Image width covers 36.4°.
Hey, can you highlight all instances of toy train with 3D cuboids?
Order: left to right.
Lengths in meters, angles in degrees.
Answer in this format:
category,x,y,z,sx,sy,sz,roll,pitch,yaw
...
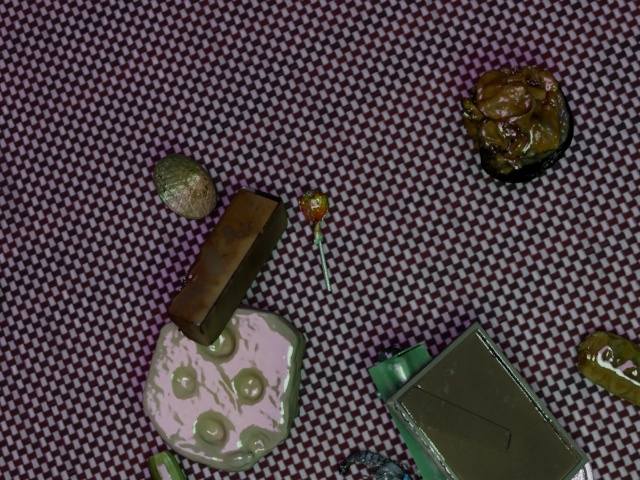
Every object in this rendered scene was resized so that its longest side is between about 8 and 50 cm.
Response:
category,x,y,z,sx,sy,sz,roll,pitch,yaw
toy train,0.190,0.324,1.746,0.120,0.202,0.301,-27,81,-1

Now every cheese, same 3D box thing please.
category,x,y,z,sx,sy,sz,roll,pitch,yaw
cheese,-0.171,0.267,1.841,0.326,0.115,0.318,-31,81,4

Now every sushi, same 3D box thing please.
category,x,y,z,sx,sy,sz,roll,pitch,yaw
sushi,0.352,-0.217,1.779,0.213,0.204,0.200,-39,76,-3

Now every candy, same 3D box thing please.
category,x,y,z,sx,sy,sz,roll,pitch,yaw
candy,0.000,0.000,1.886,0.060,0.060,0.201,-9,91,6

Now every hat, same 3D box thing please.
category,x,y,z,sx,sy,sz,roll,pitch,yaw
hat,-0.251,-0.120,1.922,0.146,0.067,0.146,15,127,21

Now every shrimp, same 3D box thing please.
category,x,y,z,sx,sy,sz,roll,pitch,yaw
shrimp,0.119,0.431,1.806,0.174,0.082,0.076,18,91,16

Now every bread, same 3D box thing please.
category,x,y,z,sx,sy,sz,roll,pitch,yaw
bread,0.591,0.250,1.759,0.269,0.098,0.087,26,46,9

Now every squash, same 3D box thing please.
category,x,y,z,sx,sy,sz,roll,pitch,yaw
squash,-0.262,0.508,1.853,0.066,0.066,0.229,-28,81,4

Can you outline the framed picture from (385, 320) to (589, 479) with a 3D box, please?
category,x,y,z,sx,sy,sz,roll,pitch,yaw
framed picture,0.287,0.325,1.656,0.232,0.024,0.315,-36,87,-26

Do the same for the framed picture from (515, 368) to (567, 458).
category,x,y,z,sx,sy,sz,roll,pitch,yaw
framed picture,0.337,0.331,1.754,0.136,0.010,0.201,-17,49,-8

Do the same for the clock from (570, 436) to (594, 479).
category,x,y,z,sx,sy,sz,roll,pitch,yaw
clock,0.395,0.435,1.774,0.196,0.068,0.197,-1,85,7

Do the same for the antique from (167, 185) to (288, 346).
category,x,y,z,sx,sy,sz,roll,pitch,yaw
antique,-0.173,0.046,1.808,0.093,0.087,0.310,19,60,19
